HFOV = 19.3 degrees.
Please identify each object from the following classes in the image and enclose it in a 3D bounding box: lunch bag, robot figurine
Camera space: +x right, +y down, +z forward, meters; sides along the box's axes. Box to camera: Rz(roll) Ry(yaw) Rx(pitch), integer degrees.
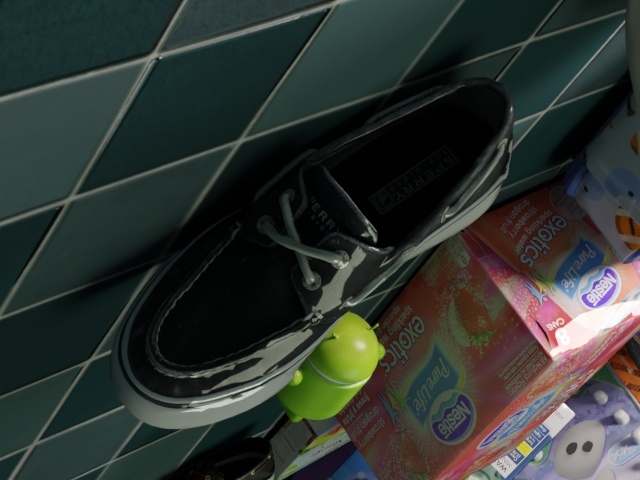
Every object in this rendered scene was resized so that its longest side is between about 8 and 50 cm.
[{"bbox_3d":[0.342,-0.112,1.518,0.243,0.115,0.303,-23,160,-45],"label":"lunch bag"},{"bbox_3d":[0.004,0.101,1.520,0.101,0.067,0.115,-13,154,-36],"label":"robot figurine"}]

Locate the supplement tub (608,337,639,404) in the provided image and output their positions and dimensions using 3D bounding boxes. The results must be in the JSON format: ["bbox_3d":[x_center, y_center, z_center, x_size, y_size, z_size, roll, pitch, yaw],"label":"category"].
[{"bbox_3d":[0.505,0.077,2.265,0.316,0.193,0.193,-42,163,22],"label":"supplement tub"}]

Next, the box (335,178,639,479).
[{"bbox_3d":[0.144,0.096,1.657,0.154,0.142,0.300,-22,160,-37],"label":"box"}]

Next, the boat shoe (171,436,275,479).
[{"bbox_3d":[-0.102,0.214,1.690,0.133,0.049,0.042,-21,132,-23],"label":"boat shoe"}]

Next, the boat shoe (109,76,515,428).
[{"bbox_3d":[0.000,0.000,1.142,0.301,0.108,0.102,-33,165,-18],"label":"boat shoe"}]

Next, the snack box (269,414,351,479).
[{"bbox_3d":[0.016,0.171,1.809,0.141,0.037,0.100,-25,163,-39],"label":"snack box"}]

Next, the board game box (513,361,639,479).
[{"bbox_3d":[0.205,0.311,2.079,0.390,0.390,0.050,-36,129,5],"label":"board game box"}]

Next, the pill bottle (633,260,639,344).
[{"bbox_3d":[0.397,0.029,1.974,0.152,0.152,0.272,-34,164,-6],"label":"pill bottle"}]

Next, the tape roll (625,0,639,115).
[{"bbox_3d":[0.339,-0.137,1.185,0.169,0.246,0.246,-20,159,-43],"label":"tape roll"}]

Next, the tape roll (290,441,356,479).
[{"bbox_3d":[0.084,0.333,1.966,0.275,0.275,0.090,-34,151,-5],"label":"tape roll"}]

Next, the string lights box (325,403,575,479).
[{"bbox_3d":[0.116,0.223,1.892,0.259,0.133,0.077,-45,174,-8],"label":"string lights box"}]
